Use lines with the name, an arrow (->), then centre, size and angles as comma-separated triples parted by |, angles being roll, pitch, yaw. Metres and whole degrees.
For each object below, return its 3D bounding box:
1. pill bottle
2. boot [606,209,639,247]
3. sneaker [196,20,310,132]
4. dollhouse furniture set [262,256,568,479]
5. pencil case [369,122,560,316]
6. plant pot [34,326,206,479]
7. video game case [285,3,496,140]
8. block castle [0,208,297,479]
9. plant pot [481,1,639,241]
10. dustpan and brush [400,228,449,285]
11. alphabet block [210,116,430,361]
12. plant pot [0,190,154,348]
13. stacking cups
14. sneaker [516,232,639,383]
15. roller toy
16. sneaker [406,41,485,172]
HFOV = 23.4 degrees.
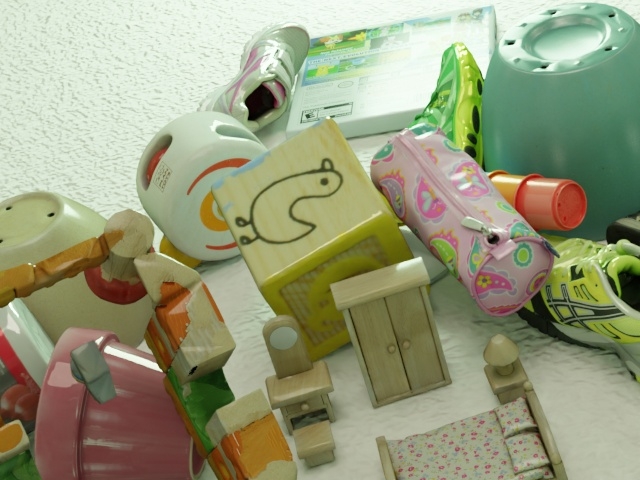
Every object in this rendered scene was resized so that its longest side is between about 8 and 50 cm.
pill bottle -> -0.481, 0.214, 1.943 | 0.318, 0.176, 0.176 | -33, 36, -4
boot -> 0.499, -0.005, 1.924 | 0.236, 0.085, 0.178 | 26, 47, 38
sneaker -> -0.083, -0.249, 2.468 | 0.111, 0.103, 0.252 | 9, 57, 46
dollhouse furniture set -> 0.098, 0.201, 1.733 | 0.303, 0.174, 0.355 | -17, 35, 1
pencil case -> 0.172, -0.032, 1.899 | 0.124, 0.124, 0.284 | -25, 43, -11
plant pot -> -0.227, 0.214, 1.855 | 0.180, 0.201, 0.201 | 8, 39, 7
video game case -> 0.119, -0.268, 2.487 | 0.329, 0.036, 0.300 | -9, 36, 13
block castle -> -0.223, 0.218, 1.653 | 0.303, 0.213, 0.453 | -25, 80, -16
plant pot -> 0.349, -0.178, 2.091 | 0.293, 0.235, 0.293 | -12, 35, 8
dustpan and brush -> 0.056, 0.014, 2.104 | 0.147, 0.060, 0.211 | -34, 38, -21
alphabet block -> 0.000, 0.000, 1.979 | 0.192, 0.193, 0.197 | -32, 49, 2
plant pot -> -0.383, 0.044, 2.139 | 0.284, 0.191, 0.284 | -11, 35, 8
stacking cups -> 0.213, -0.059, 2.028 | 0.316, 0.096, 0.096 | 3, 38, 47
sneaker -> 0.348, 0.051, 1.854 | 0.145, 0.147, 0.384 | -36, 37, -22
roller toy -> -0.156, -0.074, 2.201 | 0.209, 0.191, 0.146 | -27, 37, -14
sneaker -> 0.178, -0.179, 2.252 | 0.123, 0.109, 0.295 | -10, 46, 22
